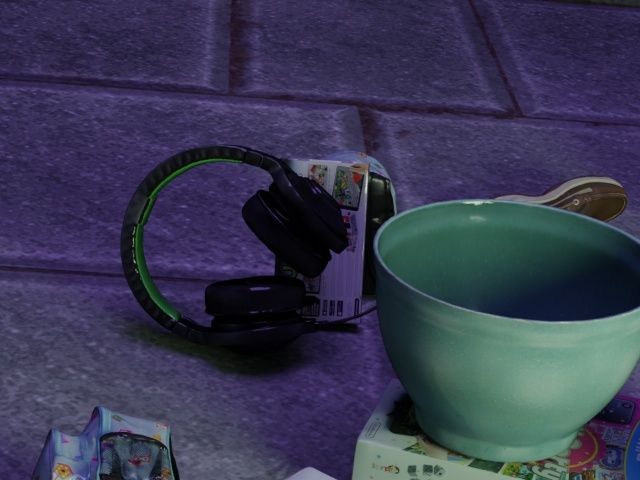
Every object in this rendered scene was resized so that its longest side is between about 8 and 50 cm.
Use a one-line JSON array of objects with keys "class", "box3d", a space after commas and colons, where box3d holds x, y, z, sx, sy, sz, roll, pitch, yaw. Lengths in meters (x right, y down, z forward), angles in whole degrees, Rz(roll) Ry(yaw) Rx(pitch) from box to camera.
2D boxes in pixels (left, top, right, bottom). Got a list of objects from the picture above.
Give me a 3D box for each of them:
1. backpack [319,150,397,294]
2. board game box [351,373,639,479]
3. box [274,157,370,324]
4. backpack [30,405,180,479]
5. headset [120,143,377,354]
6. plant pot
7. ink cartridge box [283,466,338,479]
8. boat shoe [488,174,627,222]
[{"class": "backpack", "box3d": [0.035, -0.025, 2.173, 0.152, 0.182, 0.115, -2, 25, -15]}, {"class": "board game box", "box3d": [0.207, 0.232, 1.746, 0.303, 0.097, 0.224, 12, 26, 13]}, {"class": "box", "box3d": [0.000, 0.000, 2.080, 0.114, 0.207, 0.036, 3, 2, -5]}, {"class": "backpack", "box3d": [-0.203, 0.247, 1.531, 0.144, 0.166, 0.188, 14, 21, -4]}, {"class": "headset", "box3d": [-0.047, 0.034, 2.005, 0.394, 0.243, 0.185, 25, 7, 6]}, {"class": "plant pot", "box3d": [0.191, 0.102, 1.675, 0.293, 0.196, 0.293, 4, 25, -2]}, {"class": "ink cartridge box", "box3d": [0.094, 0.334, 1.405, 0.333, 0.165, 0.065, 21, 28, 32]}, {"class": "boat shoe", "box3d": [0.349, -0.023, 2.371, 0.257, 0.095, 0.095, -14, 44, -25]}]
